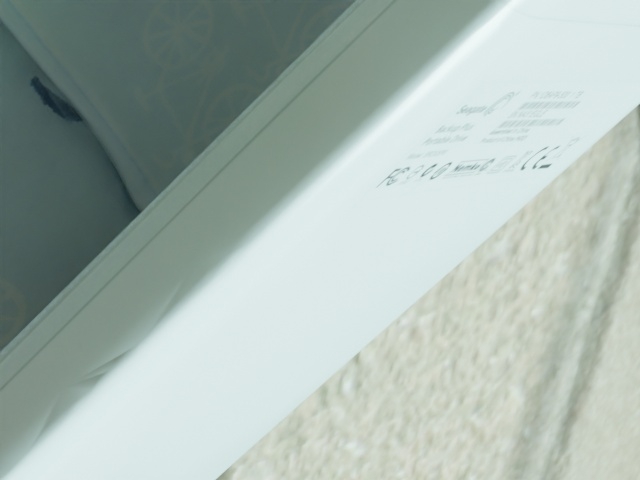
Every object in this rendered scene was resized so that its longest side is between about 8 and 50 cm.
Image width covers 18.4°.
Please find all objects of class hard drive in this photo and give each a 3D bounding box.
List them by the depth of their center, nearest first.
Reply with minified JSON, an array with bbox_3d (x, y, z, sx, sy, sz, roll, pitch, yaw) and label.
[{"bbox_3d":[0.000,0.000,0.735,0.353,0.047,0.233,-43,165,23],"label":"hard drive"}]

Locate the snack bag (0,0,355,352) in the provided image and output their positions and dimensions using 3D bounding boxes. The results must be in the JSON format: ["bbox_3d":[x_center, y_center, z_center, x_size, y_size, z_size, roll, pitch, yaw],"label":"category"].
[{"bbox_3d":[-0.118,-0.092,0.692,0.342,0.037,0.323,-40,141,-6],"label":"snack bag"}]
